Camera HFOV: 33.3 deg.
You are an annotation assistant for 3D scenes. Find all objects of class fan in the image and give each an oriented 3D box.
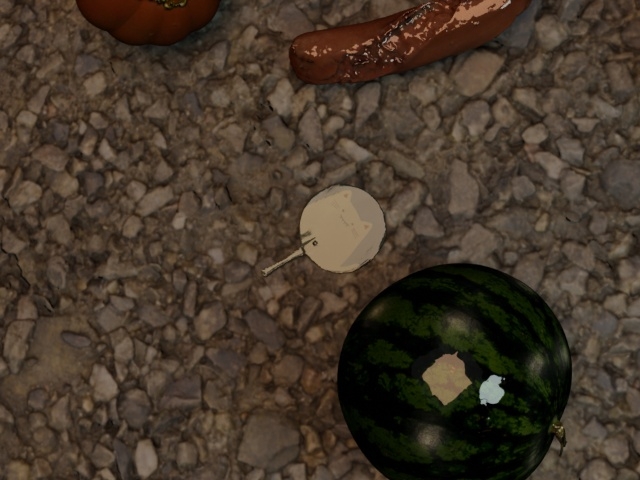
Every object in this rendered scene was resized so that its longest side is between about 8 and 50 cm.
[{"bbox_3d":[0.000,0.000,1.357,0.175,0.005,0.113,-30,79,6],"label":"fan"}]

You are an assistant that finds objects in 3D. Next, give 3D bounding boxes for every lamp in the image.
[{"bbox_3d":[-0.216,-0.356,1.347,0.223,0.223,0.196,-60,32,0],"label":"lamp"}]

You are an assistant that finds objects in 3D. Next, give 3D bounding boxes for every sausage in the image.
[{"bbox_3d":[0.118,-0.259,1.327,0.326,0.079,0.087,-16,95,11],"label":"sausage"}]

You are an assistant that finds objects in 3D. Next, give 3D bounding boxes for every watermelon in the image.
[{"bbox_3d":[0.149,0.154,1.186,0.269,0.269,0.269,-1,83,12],"label":"watermelon"}]
